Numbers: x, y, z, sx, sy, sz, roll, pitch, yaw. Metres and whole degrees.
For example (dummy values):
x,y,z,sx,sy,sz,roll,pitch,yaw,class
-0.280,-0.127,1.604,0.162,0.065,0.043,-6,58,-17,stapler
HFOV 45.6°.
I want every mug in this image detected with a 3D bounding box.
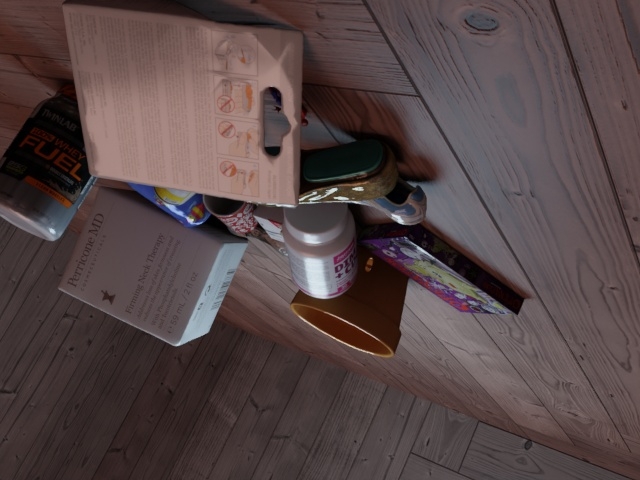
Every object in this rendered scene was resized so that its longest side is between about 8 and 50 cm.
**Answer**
x,y,z,sx,sy,sz,roll,pitch,yaw,class
-0.216,-0.103,1.897,0.113,0.150,0.169,-14,161,6,mug

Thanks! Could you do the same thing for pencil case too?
x,y,z,sx,sy,sz,roll,pitch,yaw,class
-0.410,-0.152,1.972,0.306,0.119,0.133,41,-163,-43,pencil case

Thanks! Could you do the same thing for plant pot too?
x,y,z,sx,sy,sz,roll,pitch,yaw,class
0.093,0.143,1.941,0.290,0.204,0.291,24,164,7,plant pot

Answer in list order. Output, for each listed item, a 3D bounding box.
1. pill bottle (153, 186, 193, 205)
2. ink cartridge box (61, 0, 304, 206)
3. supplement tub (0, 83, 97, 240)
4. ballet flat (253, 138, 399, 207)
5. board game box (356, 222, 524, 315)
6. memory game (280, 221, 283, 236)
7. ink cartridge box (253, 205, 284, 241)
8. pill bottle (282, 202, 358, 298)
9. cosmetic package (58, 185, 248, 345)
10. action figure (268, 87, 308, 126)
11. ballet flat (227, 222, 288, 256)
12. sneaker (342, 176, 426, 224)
x,y,z,sx,sy,sz,roll,pitch,yaw,class
-0.326,-0.157,1.819,0.103,0.103,0.184,32,150,-19,pill bottle
-0.208,-0.229,1.240,0.384,0.091,0.308,9,125,9,ink cartridge box
-0.627,-0.187,1.797,0.207,0.338,0.207,24,164,8,supplement tub
-0.025,-0.108,1.370,0.348,0.123,0.123,-4,152,23,ballet flat
0.268,0.067,1.718,0.346,0.056,0.208,33,167,-22,board game box
-0.010,-0.015,1.846,0.186,0.012,0.186,6,154,3,memory game
-0.096,-0.043,1.924,0.099,0.056,0.135,18,162,26,ink cartridge box
0.000,0.000,1.684,0.160,0.160,0.283,22,155,17,pill bottle
-0.481,0.069,2.254,0.393,0.330,0.327,24,-176,7,cosmetic package
-0.060,-0.235,1.317,0.038,0.030,0.115,0,152,48,action figure
-0.134,-0.017,2.086,0.249,0.058,0.084,20,128,6,ballet flat
0.095,-0.103,1.418,0.237,0.085,0.086,22,136,30,sneaker
